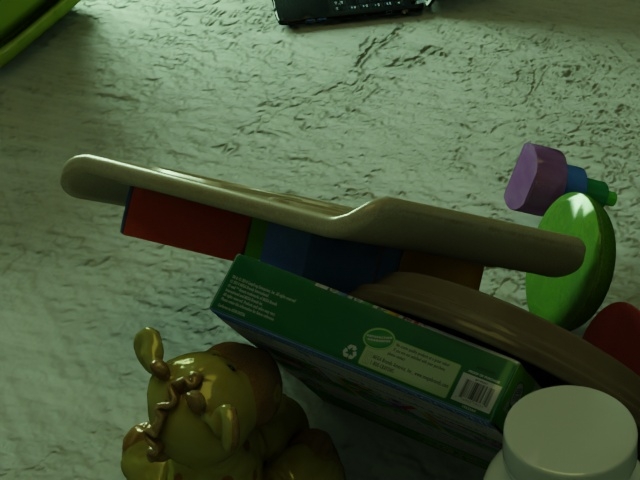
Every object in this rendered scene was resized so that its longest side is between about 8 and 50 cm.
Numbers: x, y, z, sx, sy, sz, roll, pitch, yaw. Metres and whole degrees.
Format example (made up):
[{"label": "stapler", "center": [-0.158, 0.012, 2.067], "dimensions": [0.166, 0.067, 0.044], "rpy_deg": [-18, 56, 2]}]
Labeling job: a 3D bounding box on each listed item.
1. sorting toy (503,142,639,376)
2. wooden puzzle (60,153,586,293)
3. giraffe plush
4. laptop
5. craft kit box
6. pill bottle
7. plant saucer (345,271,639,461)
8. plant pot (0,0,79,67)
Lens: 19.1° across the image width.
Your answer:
[{"label": "sorting toy", "center": [0.270, 0.045, 1.683], "dimensions": [0.126, 0.127, 0.365], "rpy_deg": [12, 34, -21]}, {"label": "wooden puzzle", "center": [0.000, 0.000, 1.619], "dimensions": [0.348, 0.080, 0.322], "rpy_deg": [9, -1, 39]}, {"label": "giraffe plush", "center": [-0.086, 0.148, 1.493], "dimensions": [0.181, 0.170, 0.210], "rpy_deg": [14, 40, 20]}, {"label": "laptop", "center": [0.065, -0.373, 2.193], "dimensions": [0.264, 0.136, 0.234], "rpy_deg": [-6, 37, -4]}, {"label": "craft kit box", "center": [0.070, 0.112, 1.485], "dimensions": [0.250, 0.246, 0.061], "rpy_deg": [21, 75, 27]}, {"label": "pill bottle", "center": [0.173, 0.212, 1.354], "dimensions": [0.121, 0.216, 0.121], "rpy_deg": [-2, 37, 1]}, {"label": "plant saucer", "center": [0.146, 0.094, 1.470], "dimensions": [0.278, 0.278, 0.041], "rpy_deg": [20, 77, 27]}, {"label": "plant pot", "center": [-0.389, -0.326, 2.106], "dimensions": [0.228, 0.207, 0.227], "rpy_deg": [16, 42, 22]}]
